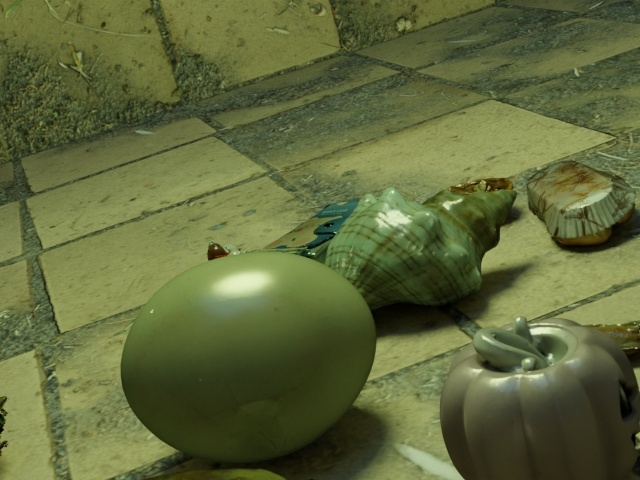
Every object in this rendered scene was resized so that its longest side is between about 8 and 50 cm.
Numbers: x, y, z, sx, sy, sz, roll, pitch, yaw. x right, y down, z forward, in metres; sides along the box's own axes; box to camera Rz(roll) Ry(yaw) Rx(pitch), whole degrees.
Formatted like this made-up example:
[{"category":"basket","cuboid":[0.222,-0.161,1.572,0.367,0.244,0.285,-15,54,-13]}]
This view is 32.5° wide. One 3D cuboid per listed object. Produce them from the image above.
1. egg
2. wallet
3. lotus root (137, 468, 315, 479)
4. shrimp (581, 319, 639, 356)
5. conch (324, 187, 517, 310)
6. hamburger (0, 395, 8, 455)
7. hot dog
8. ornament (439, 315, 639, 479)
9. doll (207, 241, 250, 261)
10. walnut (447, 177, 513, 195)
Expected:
[{"category":"egg","cuboid":[-0.074,0.122,1.148,0.269,0.219,0.219,-12,19,6]},{"category":"wallet","cuboid":[0.000,0.001,1.671,0.141,0.059,0.202,-7,18,42]},{"category":"lotus root","cuboid":[-0.120,0.266,0.858,0.275,0.160,0.152,-16,-17,18]},{"category":"shrimp","cuboid":[0.301,0.109,1.185,0.180,0.041,0.099,-9,5,21]},{"category":"conch","cuboid":[0.081,0.020,1.407,0.386,0.169,0.203,-16,-6,-7]},{"category":"hamburger","cuboid":[-0.451,0.242,1.294,0.164,0.093,0.189,-27,24,-36]},{"category":"hot dog","cuboid":[0.360,-0.057,1.547,0.131,0.069,0.253,-25,16,1]},{"category":"ornament","cuboid":[0.192,0.144,0.967,0.177,0.177,0.177,-14,19,5]},{"category":"doll","cuboid":[-0.148,0.026,1.749,0.058,0.040,0.085,-10,17,-16]},{"category":"walnut","cuboid":[0.241,-0.055,1.649,0.091,0.052,0.121,-30,22,-32]}]
